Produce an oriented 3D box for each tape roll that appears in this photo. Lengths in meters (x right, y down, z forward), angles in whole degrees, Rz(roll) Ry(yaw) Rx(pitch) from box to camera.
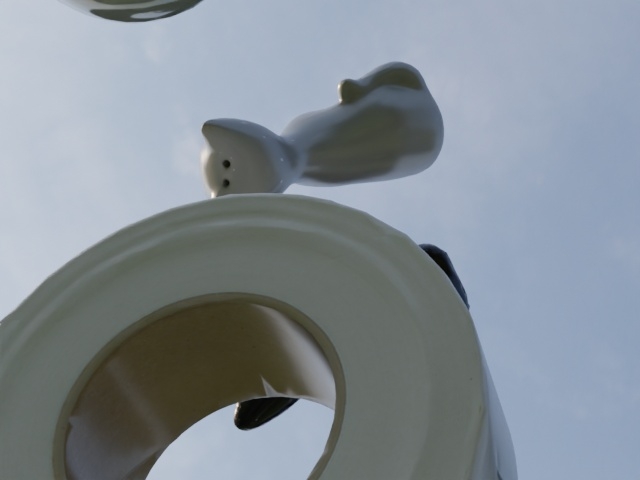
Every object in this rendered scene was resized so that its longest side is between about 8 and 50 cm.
[{"bbox_3d":[-0.045,0.114,0.705,0.286,0.286,0.100,1,-38,20],"label":"tape roll"}]

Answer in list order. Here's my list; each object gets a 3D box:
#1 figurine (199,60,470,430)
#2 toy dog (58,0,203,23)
[{"bbox_3d":[0.000,0.000,0.945,0.092,0.209,0.215,1,-75,41],"label":"figurine"},{"bbox_3d":[-0.074,-0.174,0.233,0.160,0.333,0.220,-16,-101,21],"label":"toy dog"}]
